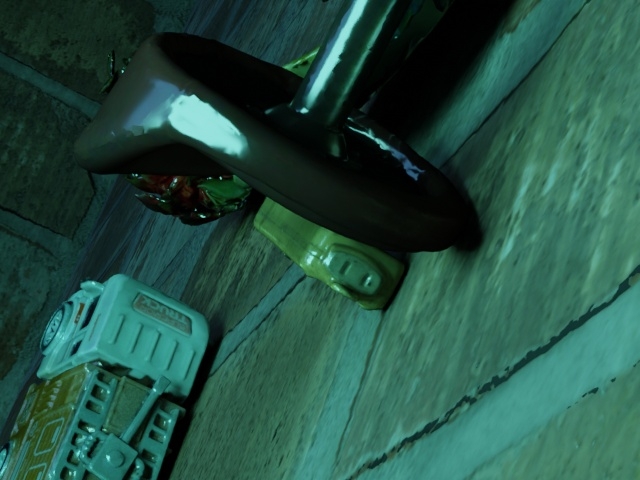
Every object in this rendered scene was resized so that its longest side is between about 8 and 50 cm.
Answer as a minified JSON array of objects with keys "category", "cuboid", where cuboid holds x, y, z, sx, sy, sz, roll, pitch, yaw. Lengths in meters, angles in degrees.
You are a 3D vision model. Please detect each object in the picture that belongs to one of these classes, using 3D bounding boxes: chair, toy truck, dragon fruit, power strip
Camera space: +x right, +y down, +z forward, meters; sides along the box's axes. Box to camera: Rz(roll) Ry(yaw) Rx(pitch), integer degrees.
[{"category":"chair","cuboid":[0.043,-0.159,0.968,0.401,0.227,0.226,-60,12,14]},{"category":"toy truck","cuboid":[-0.199,0.178,1.513,0.162,0.136,0.305,-32,34,56]},{"category":"dragon fruit","cuboid":[-0.126,-0.113,1.726,0.182,0.182,0.188,-117,12,-76]},{"category":"power strip","cuboid":[0.000,0.000,1.193,0.044,0.064,0.305,-60,11,1]}]

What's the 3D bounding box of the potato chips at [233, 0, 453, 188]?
[{"category":"potato chips","cuboid":[0.075,-0.203,1.245,0.429,0.070,0.358,-50,3,30]}]
